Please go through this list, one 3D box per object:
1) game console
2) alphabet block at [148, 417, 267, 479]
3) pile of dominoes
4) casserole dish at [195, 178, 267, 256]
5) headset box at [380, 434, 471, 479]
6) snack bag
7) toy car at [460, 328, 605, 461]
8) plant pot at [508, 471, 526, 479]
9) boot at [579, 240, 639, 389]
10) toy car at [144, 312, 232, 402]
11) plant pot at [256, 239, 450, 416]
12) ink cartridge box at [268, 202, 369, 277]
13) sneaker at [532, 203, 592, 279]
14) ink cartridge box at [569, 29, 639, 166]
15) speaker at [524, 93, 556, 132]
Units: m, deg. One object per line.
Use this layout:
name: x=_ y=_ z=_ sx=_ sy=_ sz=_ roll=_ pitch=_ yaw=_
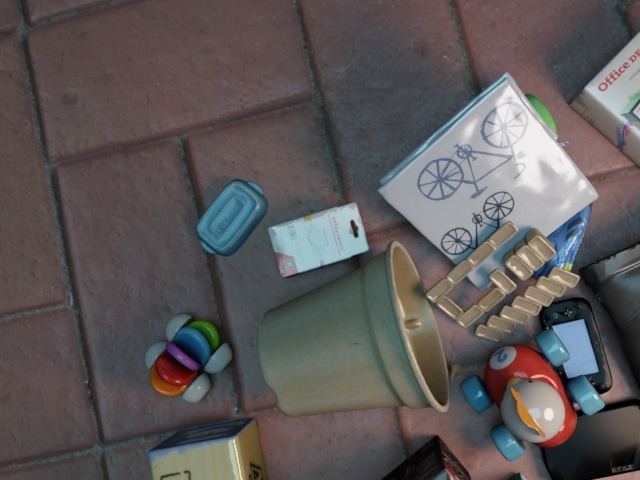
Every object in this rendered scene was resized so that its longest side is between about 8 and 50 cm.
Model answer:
game console: x=0.528 y=0.302 z=1.327 sx=0.213 sy=0.044 sz=0.362 roll=-15 pitch=84 yaw=6
alphabet block: x=-0.220 y=0.493 z=1.332 sx=0.192 sy=0.193 sz=0.197 roll=-11 pitch=85 yaw=8
pile of dominoes: x=0.370 y=0.087 z=1.331 sx=0.196 sy=0.040 sz=0.251 roll=41 pitch=114 yaw=-10
casserole dish: x=-0.202 y=-0.052 z=1.446 sx=0.114 sy=0.037 sz=0.188 roll=39 pitch=92 yaw=9
headset box: x=0.181 y=0.507 z=1.230 sx=0.218 sy=0.293 sz=0.110 roll=-40 pitch=83 yaw=4
snack bag: x=0.338 y=-0.100 z=1.275 sx=0.323 sy=0.037 sz=0.342 roll=-42 pitch=112 yaw=16
toy car: x=0.386 y=0.295 z=1.221 sx=0.219 sy=0.238 sz=0.210 roll=-36 pitch=70 yaw=14
plant pot: x=0.351 y=0.611 z=1.275 sx=0.234 sy=0.165 sz=0.165 roll=-38 pitch=83 yaw=11
boot: x=0.770 y=0.180 z=1.252 sx=0.367 sy=0.146 sz=0.445 roll=-27 pitch=80 yaw=13
toy car: x=-0.291 y=0.252 z=1.385 sx=0.159 sy=0.136 sz=0.182 roll=38 pitch=91 yaw=8
plant pot: x=0.055 y=0.202 z=1.277 sx=0.305 sy=0.334 sz=0.334 roll=-18 pitch=84 yaw=17
ink cartridge box: x=0.000 y=0.000 z=1.402 sx=0.198 sy=0.067 sz=0.115 roll=-16 pitch=85 yaw=7
sneaker: x=0.494 y=-0.011 z=1.341 sx=0.082 sy=0.069 sz=0.209 roll=22 pitch=89 yaw=12
ink cartridge box: x=0.684 y=-0.271 z=1.310 sx=0.278 sy=0.117 sz=0.201 roll=45 pitch=92 yaw=8
speaker: x=0.330 y=-0.174 z=1.342 sx=0.296 sy=0.131 sz=0.131 roll=-34 pitch=83 yaw=4
